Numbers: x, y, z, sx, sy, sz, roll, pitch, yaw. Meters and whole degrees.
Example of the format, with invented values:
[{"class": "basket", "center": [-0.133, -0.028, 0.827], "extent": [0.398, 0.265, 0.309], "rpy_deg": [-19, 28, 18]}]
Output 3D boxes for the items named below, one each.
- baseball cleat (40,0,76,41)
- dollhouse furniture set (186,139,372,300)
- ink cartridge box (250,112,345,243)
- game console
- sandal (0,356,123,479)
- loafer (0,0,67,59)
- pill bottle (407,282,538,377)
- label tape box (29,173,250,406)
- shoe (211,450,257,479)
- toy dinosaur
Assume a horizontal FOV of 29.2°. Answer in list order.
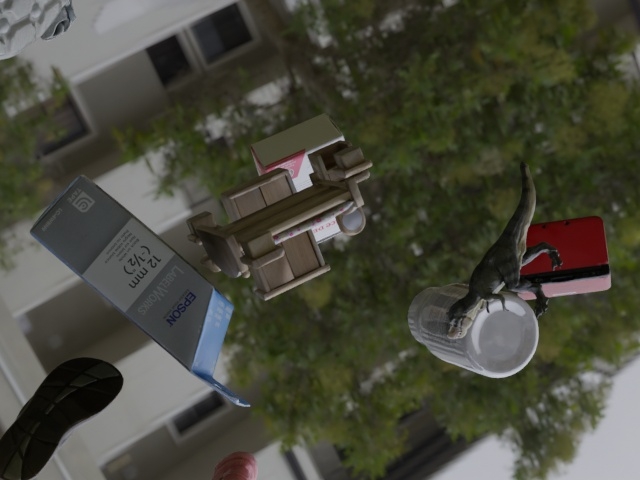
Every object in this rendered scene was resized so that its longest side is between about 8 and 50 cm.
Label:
[{"class": "baseball cleat", "center": [-0.431, -0.345, 1.798], "extent": [0.072, 0.109, 0.206], "rpy_deg": [-29, -152, -33]}, {"class": "dollhouse furniture set", "center": [0.000, 0.000, 1.722], "extent": [0.303, 0.174, 0.355], "rpy_deg": [-26, -164, -17]}, {"class": "ink cartridge box", "center": [-0.022, -0.103, 2.259], "extent": [0.158, 0.218, 0.092], "rpy_deg": [-24, -138, -9]}, {"class": "game console", "center": [0.365, 0.029, 1.875], "extent": [0.144, 0.085, 0.124], "rpy_deg": [-7, 160, 12]}, {"class": "sandal", "center": [-0.347, 0.238, 1.611], "extent": [0.219, 0.090, 0.060], "rpy_deg": [-54, 179, -36]}, {"class": "loafer", "center": [-0.285, -0.158, 0.822], "extent": [0.111, 0.112, 0.319], "rpy_deg": [15, -148, 23]}, {"class": "pill bottle", "center": [0.232, 0.134, 1.936], "extent": [0.131, 0.131, 0.229], "rpy_deg": [-31, -166, -17]}, {"class": "label tape box", "center": [-0.207, 0.076, 1.672], "extent": [0.115, 0.347, 0.249], "rpy_deg": [-51, 174, -5]}, {"class": "shoe", "center": [-0.122, 0.342, 1.545], "extent": [0.081, 0.063, 0.178], "rpy_deg": [-73, -175, -49]}, {"class": "toy dinosaur", "center": [0.275, 0.034, 1.722], "extent": [0.268, 0.118, 0.064], "rpy_deg": [-63, -172, -4]}]
